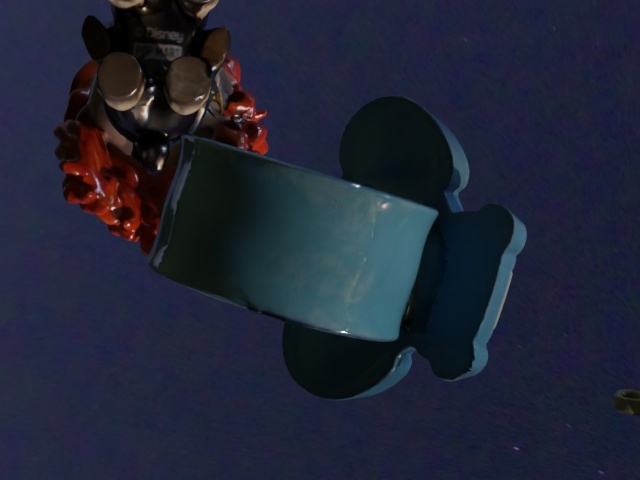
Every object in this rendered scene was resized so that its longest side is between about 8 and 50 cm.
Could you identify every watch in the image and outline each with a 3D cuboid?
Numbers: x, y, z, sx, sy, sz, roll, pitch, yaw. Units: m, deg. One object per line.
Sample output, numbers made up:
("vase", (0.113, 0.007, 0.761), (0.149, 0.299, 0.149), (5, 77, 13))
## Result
("watch", (0.000, 0.000, 0.691), (0.211, 0.193, 0.211), (-13, -109, 43))

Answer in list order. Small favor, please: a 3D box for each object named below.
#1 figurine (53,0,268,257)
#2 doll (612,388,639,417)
("figurine", (-0.165, -0.160, 1.142), (0.241, 0.412, 0.306), (-13, -123, -12))
("doll", (0.389, 0.140, 0.890), (0.296, 0.141, 0.117), (10, -72, 7))
